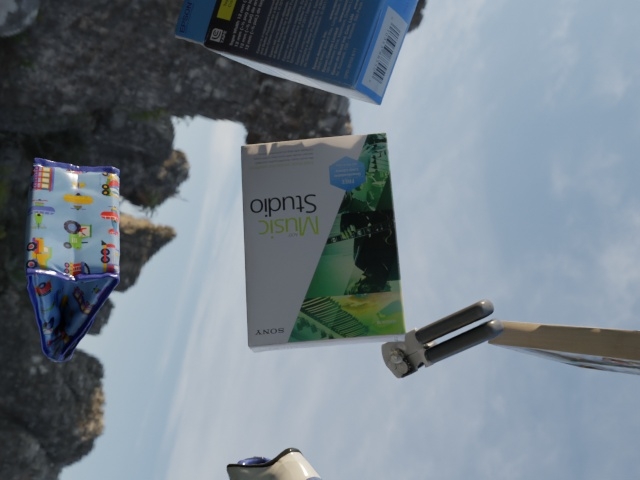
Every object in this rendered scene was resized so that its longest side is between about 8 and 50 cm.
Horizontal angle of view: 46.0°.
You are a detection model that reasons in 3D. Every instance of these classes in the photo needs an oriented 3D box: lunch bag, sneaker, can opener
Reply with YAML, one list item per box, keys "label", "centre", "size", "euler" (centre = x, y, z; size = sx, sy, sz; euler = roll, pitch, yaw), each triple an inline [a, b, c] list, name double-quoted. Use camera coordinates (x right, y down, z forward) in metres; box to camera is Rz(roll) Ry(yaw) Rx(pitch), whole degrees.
- label: "lunch bag"
  centre: [-0.422, 0.048, 1.245]
  size: [0.293, 0.138, 0.221]
  euler: [122, -34, -47]
- label: "sneaker"
  centre: [-0.086, 0.443, 1.176]
  size: [0.315, 0.127, 0.182]
  euler: [-59, -137, 17]
- label: "can opener"
  centre: [0.214, 0.177, 1.358]
  size: [0.280, 0.093, 0.074]
  euler: [-36, -103, 47]

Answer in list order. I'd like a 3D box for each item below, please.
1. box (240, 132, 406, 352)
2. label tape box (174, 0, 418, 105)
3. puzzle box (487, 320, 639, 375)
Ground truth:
- label: "box"
  centre: [0.000, 0.000, 1.143]
  size: [0.058, 0.232, 0.322]
  euler: [72, 13, -74]
- label: "label tape box"
  centre: [-0.032, -0.375, 1.146]
  size: [0.348, 0.115, 0.249]
  euler: [22, -84, 29]
- label: "puzzle box"
  centre: [0.544, 0.208, 1.384]
  size: [0.409, 0.272, 0.052]
  euler: [-5, -110, 62]
